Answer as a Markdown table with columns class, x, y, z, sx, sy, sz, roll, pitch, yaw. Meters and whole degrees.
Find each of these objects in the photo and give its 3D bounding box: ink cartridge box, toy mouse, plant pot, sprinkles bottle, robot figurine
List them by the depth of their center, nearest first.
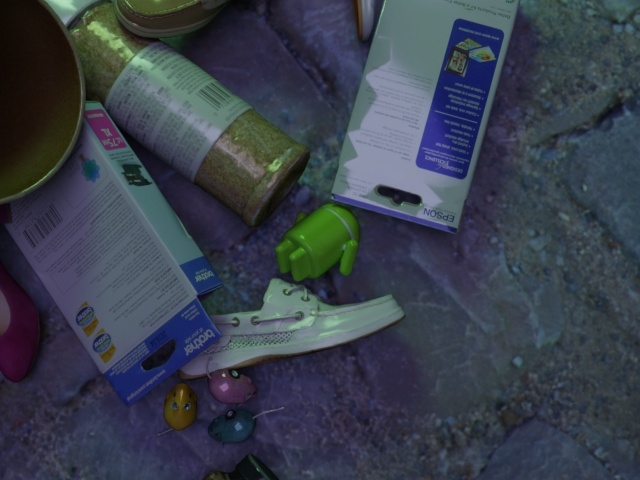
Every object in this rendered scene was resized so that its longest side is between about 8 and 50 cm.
| class | x | y | z | sx | sy | sz | roll | pitch | yaw |
| --- | --- | --- | --- | --- | --- | --- | --- | --- | --- |
| plant pot | -0.425 | -0.161 | 0.949 | 0.237 | 0.254 | 0.237 | -7 | 99 | -44 |
| toy mouse | -0.108 | 0.197 | 1.010 | 0.143 | 0.161 | 0.031 | 10 | 39 | -11 |
| ink cartridge box | -0.241 | 0.018 | 1.014 | 0.185 | 0.065 | 0.311 | -38 | 81 | 28 |
| robot figurine | 0.000 | 0.000 | 1.045 | 0.115 | 0.067 | 0.101 | -37 | 45 | -29 |
| sprinkles bottle | -0.185 | -0.164 | 1.046 | 0.355 | 0.121 | 0.121 | 37 | 84 | 4 |
| ink cartridge box | 0.129 | -0.180 | 1.081 | 0.165 | 0.065 | 0.333 | 17 | 82 | 2 |

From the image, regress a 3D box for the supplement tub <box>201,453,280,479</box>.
| class | x | y | z | sx | sy | sz | roll | pitch | yaw |
| --- | --- | --- | --- | --- | --- | --- | --- | --- | --- |
| supplement tub | -0.127 | 0.337 | 0.992 | 0.106 | 0.106 | 0.198 | 44 | 85 | 5 |

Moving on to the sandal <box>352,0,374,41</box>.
| class | x | y | z | sx | sy | sz | roll | pitch | yaw |
| --- | --- | --- | --- | --- | --- | --- | --- | --- | --- |
| sandal | 0.019 | -0.378 | 1.086 | 0.076 | 0.102 | 0.265 | -5 | 85 | -4 |

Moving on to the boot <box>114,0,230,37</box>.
| class | x | y | z | sx | sy | sz | roll | pitch | yaw |
| --- | --- | --- | --- | --- | --- | --- | --- | --- | --- |
| boot | -0.111 | -0.346 | 0.992 | 0.262 | 0.203 | 0.095 | -30 | 78 | -27 |

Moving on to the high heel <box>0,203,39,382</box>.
| class | x | y | z | sx | sy | sz | roll | pitch | yaw |
| --- | --- | --- | --- | --- | --- | --- | --- | --- | --- |
| high heel | -0.394 | 0.055 | 0.998 | 0.082 | 0.117 | 0.244 | 3 | 101 | 27 |

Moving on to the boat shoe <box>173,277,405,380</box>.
| class | x | y | z | sx | sy | sz | roll | pitch | yaw |
| --- | --- | --- | --- | --- | --- | --- | --- | --- | --- |
| boat shoe | -0.041 | 0.090 | 1.028 | 0.277 | 0.098 | 0.096 | -13 | 84 | -1 |
